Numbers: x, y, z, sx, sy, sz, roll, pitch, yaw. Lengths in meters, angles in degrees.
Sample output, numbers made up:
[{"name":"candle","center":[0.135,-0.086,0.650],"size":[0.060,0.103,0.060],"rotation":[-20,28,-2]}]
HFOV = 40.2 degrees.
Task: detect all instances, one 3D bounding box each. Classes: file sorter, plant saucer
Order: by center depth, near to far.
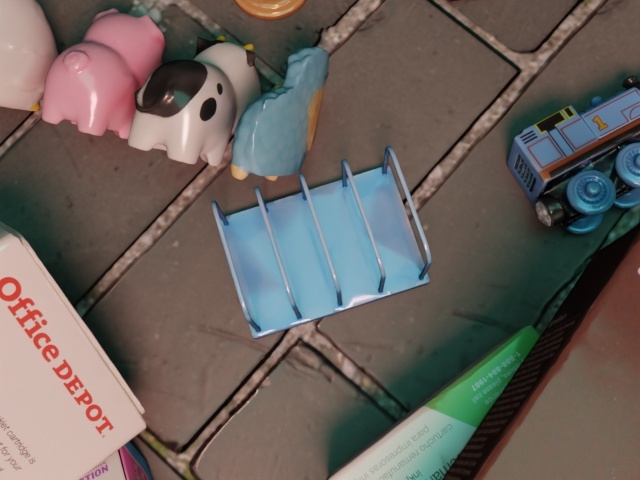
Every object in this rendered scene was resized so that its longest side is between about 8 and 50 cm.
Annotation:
[{"name":"file sorter","center":[0.000,0.000,0.769],"size":[0.170,0.104,0.118],"rotation":[-18,77,-1]},{"name":"plant saucer","center":[-0.050,-0.261,0.874],"size":[0.083,0.013,0.083],"rotation":[0,78,2]}]

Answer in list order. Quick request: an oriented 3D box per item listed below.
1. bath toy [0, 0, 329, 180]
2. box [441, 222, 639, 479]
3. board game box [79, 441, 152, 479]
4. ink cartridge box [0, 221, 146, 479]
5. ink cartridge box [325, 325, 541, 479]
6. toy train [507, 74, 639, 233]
[{"name":"bath toy","center":[-0.173,-0.156,0.795],"size":[0.348,0.151,0.129],"rotation":[16,99,13]},{"name":"box","center":[0.182,0.193,0.580],"size":[0.191,0.143,0.381],"rotation":[35,78,8]},{"name":"board game box","center":[-0.211,0.322,0.639],"size":[0.242,0.064,0.316],"rotation":[-28,42,-3]},{"name":"ink cartridge box","center":[-0.308,0.138,0.669],"size":[0.278,0.117,0.201],"rotation":[-37,119,-20]},{"name":"ink cartridge box","center":[0.172,0.246,0.700],"size":[0.211,0.121,0.289],"rotation":[-37,79,-6]},{"name":"toy train","center":[0.264,-0.083,0.793],"size":[0.184,0.080,0.105],"rotation":[-28,72,-4]}]
